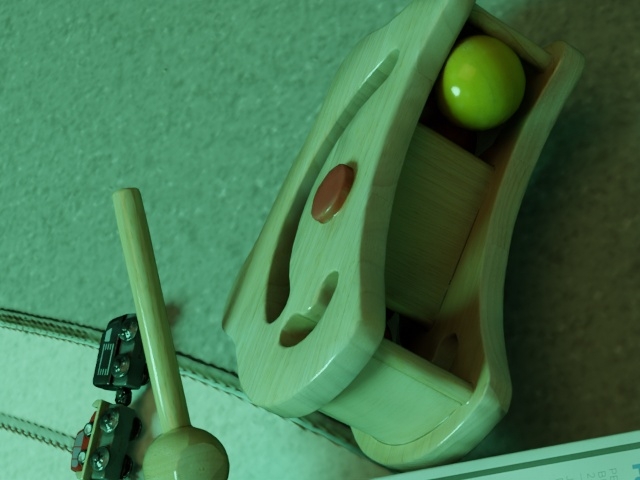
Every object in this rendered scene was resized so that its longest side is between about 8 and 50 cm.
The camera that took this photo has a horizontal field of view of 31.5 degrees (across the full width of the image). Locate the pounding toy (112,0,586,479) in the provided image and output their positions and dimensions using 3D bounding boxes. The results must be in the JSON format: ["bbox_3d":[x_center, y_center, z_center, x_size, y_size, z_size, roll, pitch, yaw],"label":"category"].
[{"bbox_3d":[0.000,0.000,0.496,0.269,0.155,0.154,-64,21,-9],"label":"pounding toy"}]

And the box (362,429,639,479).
[{"bbox_3d":[0.065,0.175,0.445,0.290,0.087,0.169,-15,61,26],"label":"box"}]

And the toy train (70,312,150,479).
[{"bbox_3d":[-0.122,0.116,0.632,0.036,0.027,0.158,-6,65,35],"label":"toy train"}]
